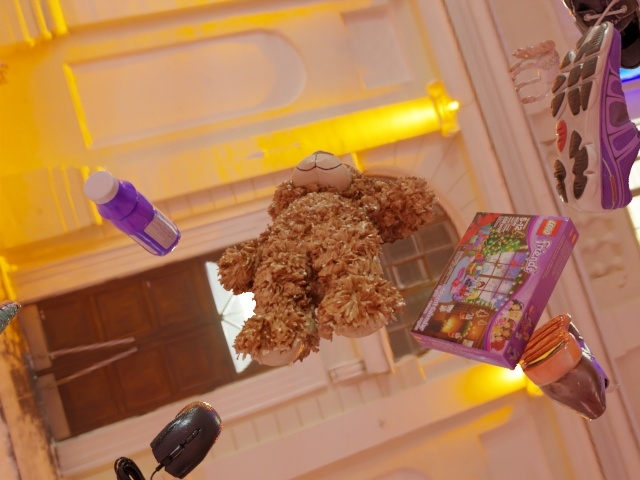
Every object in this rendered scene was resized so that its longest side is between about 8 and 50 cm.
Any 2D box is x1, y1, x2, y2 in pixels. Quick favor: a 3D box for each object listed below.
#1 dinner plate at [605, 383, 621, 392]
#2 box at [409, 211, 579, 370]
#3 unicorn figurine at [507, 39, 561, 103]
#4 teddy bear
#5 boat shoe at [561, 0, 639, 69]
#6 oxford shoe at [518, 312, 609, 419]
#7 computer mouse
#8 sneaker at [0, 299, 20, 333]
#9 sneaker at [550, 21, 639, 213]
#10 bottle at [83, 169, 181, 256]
[{"bbox_3d":[0.678,0.378,1.614,0.141,0.141,0.017,120,-35,-67],"label":"dinner plate"},{"bbox_3d":[0.314,0.078,1.174,0.201,0.293,0.057,7,-33,48],"label":"box"},{"bbox_3d":[0.377,-0.280,1.079,0.162,0.111,0.060,20,47,-65],"label":"unicorn figurine"},{"bbox_3d":[0.000,0.000,0.705,0.245,0.338,0.113,-16,-59,35],"label":"teddy bear"},{"bbox_3d":[0.452,-0.373,1.036,0.301,0.108,0.102,29,43,-47],"label":"boat shoe"},{"bbox_3d":[0.432,0.225,1.160,0.132,0.130,0.364,51,17,8],"label":"oxford shoe"},{"bbox_3d":[-0.235,0.411,1.204,0.184,0.262,0.060,50,-58,6],"label":"computer mouse"},{"bbox_3d":[-0.563,0.130,1.032,0.098,0.083,0.223,38,10,-13],"label":"sneaker"},{"bbox_3d":[0.252,-0.108,0.581,0.068,0.071,0.169,174,-81,-76],"label":"sneaker"},{"bbox_3d":[-0.406,-0.059,1.401,0.118,0.092,0.283,38,-9,25],"label":"bottle"}]
